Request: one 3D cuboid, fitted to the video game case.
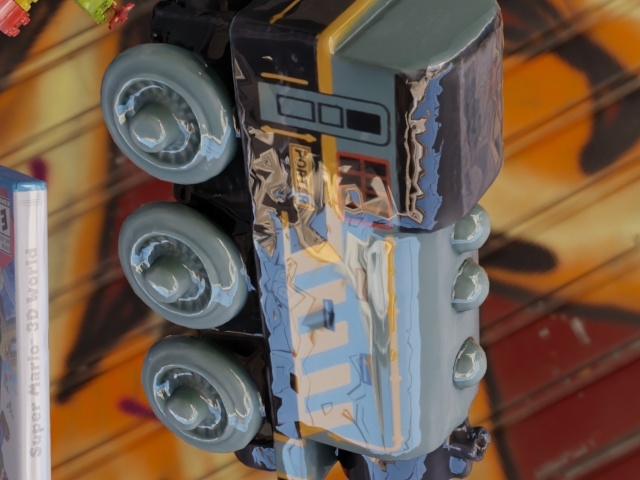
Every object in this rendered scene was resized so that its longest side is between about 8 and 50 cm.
[{"bbox_3d":[-0.136,0.051,0.582,0.015,0.166,0.119,-6,-167,-31],"label":"video game case"}]

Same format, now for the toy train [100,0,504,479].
[{"bbox_3d":[0.000,0.000,0.759,0.190,0.334,0.142,14,-144,25],"label":"toy train"}]

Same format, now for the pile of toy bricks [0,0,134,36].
[{"bbox_3d":[-0.152,-0.158,0.806,0.118,0.105,0.212,-47,-177,0],"label":"pile of toy bricks"}]
